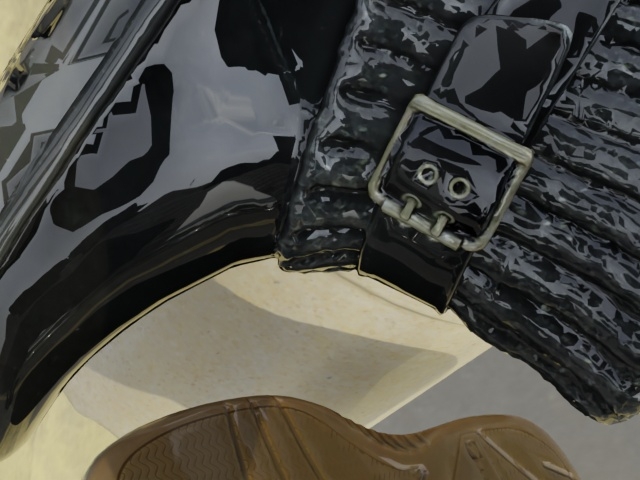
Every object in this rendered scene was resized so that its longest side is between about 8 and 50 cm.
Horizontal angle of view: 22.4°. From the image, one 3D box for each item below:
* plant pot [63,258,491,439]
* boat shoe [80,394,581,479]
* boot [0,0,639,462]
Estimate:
[{"bbox_3d":[-0.006,-0.019,0.955,0.334,0.305,0.334,23,42,-22],"label":"plant pot"},{"bbox_3d":[0.003,0.136,0.716,0.302,0.098,0.109,4,53,-49],"label":"boat shoe"},{"bbox_3d":[0.001,0.001,0.598,0.260,0.131,0.348,31,113,-14],"label":"boot"}]
